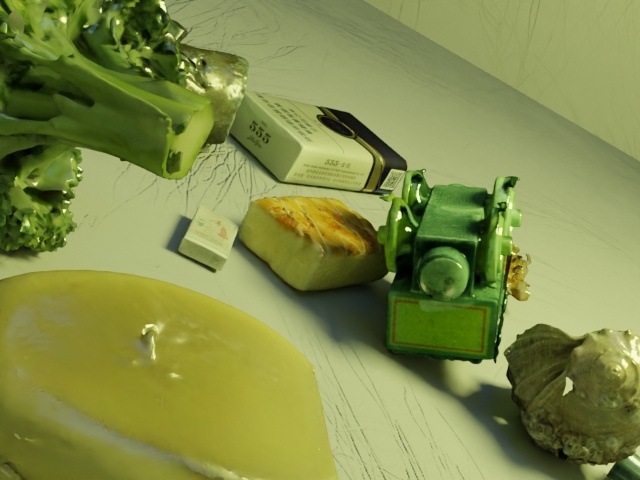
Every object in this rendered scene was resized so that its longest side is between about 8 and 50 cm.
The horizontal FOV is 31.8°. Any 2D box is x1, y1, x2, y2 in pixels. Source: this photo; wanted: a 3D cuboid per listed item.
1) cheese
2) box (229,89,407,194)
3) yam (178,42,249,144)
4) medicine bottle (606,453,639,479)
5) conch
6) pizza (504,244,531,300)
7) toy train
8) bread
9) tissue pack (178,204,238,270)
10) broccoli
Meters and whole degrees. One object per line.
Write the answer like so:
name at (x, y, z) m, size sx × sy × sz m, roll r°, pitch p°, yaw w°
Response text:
cheese at (-0.134, 0.125, 0.827) m, size 0.315 × 0.128 × 0.259 m, roll 20°, pitch 25°, yaw -21°
box at (-0.004, -0.146, 1.701) m, size 0.259 × 0.071 × 0.168 m, roll 2°, pitch 34°, yaw -49°
yam at (-0.235, -0.212, 1.462) m, size 0.330 × 0.133 × 0.133 m, roll 11°, pitch 28°, yaw -36°
medicine bottle at (0.414, 0.307, 1.234) m, size 0.208 × 0.054 × 0.090 m, roll 37°, pitch 22°, yaw 20°
conch at (0.292, 0.169, 1.266) m, size 0.178 × 0.163 × 0.245 m, roll 47°, pitch -7°, yaw 17°
pizza at (0.219, 0.027, 1.602) m, size 0.189 × 0.071 × 0.297 m, roll 32°, pitch 19°, yaw 13°
toy train at (0.153, 0.024, 1.329) m, size 0.159 × 0.188 × 0.272 m, roll 5°, pitch 21°, yaw 10°
bread at (0.001, 0.000, 1.374) m, size 0.125 × 0.068 × 0.188 m, roll 40°, pitch 23°, yaw 26°
tissue pack at (-0.126, -0.003, 1.276) m, size 0.056 × 0.023 × 0.108 m, roll 28°, pitch 21°, yaw -6°
broccoli at (-0.254, -0.113, 1.042) m, size 0.302 × 0.249 × 0.375 m, roll 42°, pitch 32°, yaw 9°
